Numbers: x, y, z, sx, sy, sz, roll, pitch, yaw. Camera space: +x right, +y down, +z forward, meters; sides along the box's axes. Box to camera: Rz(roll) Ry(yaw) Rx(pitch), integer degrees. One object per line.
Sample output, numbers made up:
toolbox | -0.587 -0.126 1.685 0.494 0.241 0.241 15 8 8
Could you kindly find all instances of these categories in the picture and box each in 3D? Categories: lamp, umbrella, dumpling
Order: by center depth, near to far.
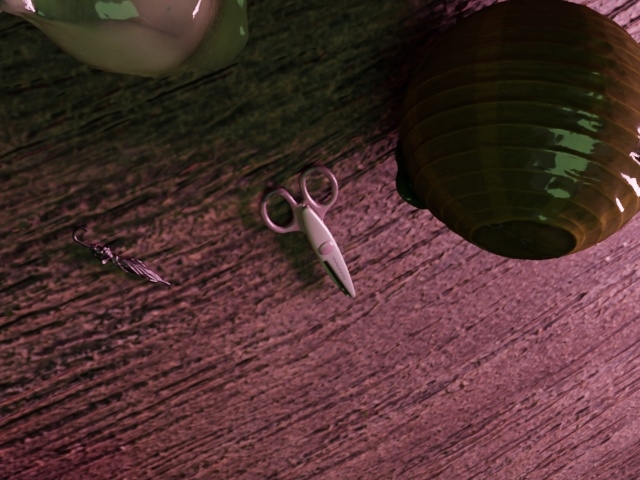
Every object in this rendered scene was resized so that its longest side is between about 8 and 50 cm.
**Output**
dumpling | -0.140 -0.210 0.725 0.215 0.126 0.166 11 92 -22
lamp | 0.194 -0.125 0.889 0.250 0.284 0.250 6 160 2
umbrella | -0.193 0.021 0.926 0.122 0.013 0.022 38 81 -39

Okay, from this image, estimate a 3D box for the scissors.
scissors | 0.000 0.000 1.000 0.085 0.022 0.176 -31 129 -5
